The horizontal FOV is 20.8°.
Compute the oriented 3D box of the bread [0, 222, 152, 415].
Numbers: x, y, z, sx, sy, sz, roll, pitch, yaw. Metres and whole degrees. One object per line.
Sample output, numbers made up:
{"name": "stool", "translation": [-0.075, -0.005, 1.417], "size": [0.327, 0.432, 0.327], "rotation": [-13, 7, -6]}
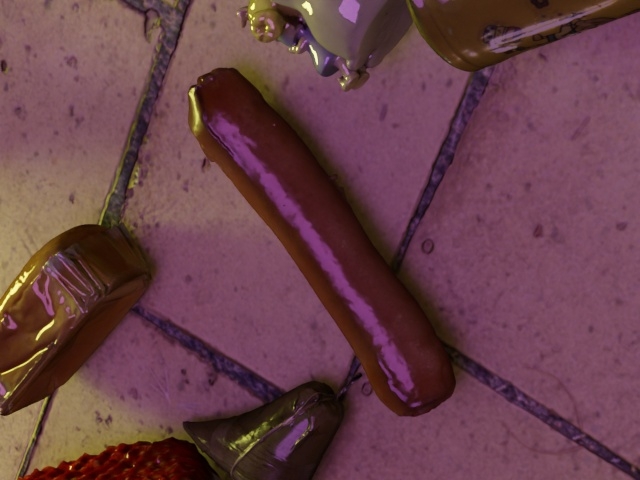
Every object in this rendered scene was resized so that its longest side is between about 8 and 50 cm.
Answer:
{"name": "bread", "translation": [-0.305, 0.085, 1.972], "size": [0.107, 0.136, 0.241], "rotation": [47, 121, 9]}

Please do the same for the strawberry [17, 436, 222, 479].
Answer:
{"name": "strawberry", "translation": [-0.248, 0.374, 1.967], "size": [0.351, 0.312, 0.267], "rotation": [-34, 110, 15]}

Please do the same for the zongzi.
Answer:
{"name": "zongzi", "translation": [-0.063, 0.186, 1.922], "size": [0.178, 0.081, 0.189], "rotation": [37, 114, 29]}

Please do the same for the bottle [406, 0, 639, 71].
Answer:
{"name": "bottle", "translation": [0.253, -0.275, 1.527], "size": [0.351, 0.171, 0.171], "rotation": [-15, 99, 30]}

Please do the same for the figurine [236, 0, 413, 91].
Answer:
{"name": "figurine", "translation": [-0.021, -0.271, 1.710], "size": [0.235, 0.127, 0.155], "rotation": [39, 130, 20]}

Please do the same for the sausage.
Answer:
{"name": "sausage", "translation": [0.000, 0.000, 1.802], "size": [0.419, 0.094, 0.094], "rotation": [54, 149, 3]}
